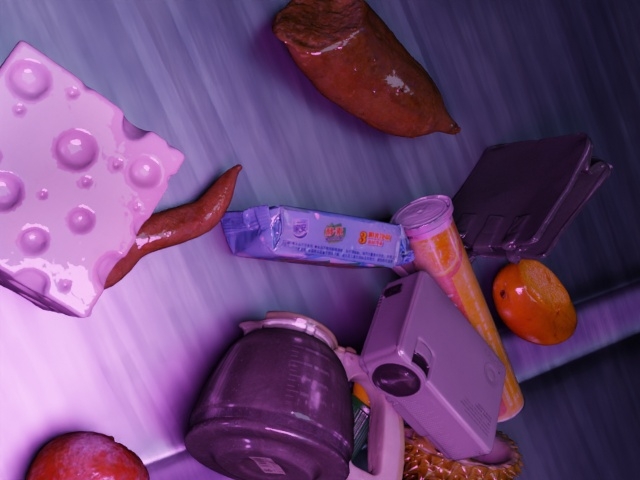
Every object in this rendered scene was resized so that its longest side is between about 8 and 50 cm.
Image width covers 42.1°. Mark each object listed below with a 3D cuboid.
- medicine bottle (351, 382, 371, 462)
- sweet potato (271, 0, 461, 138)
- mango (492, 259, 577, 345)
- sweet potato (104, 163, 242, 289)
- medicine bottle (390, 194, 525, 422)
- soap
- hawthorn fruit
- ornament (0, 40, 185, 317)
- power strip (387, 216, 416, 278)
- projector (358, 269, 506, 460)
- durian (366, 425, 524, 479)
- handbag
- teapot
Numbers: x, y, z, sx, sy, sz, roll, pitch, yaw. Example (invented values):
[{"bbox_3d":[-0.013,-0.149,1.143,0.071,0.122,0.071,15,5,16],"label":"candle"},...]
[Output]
[{"bbox_3d":[0.092,0.255,1.397,0.111,0.076,0.309,40,69,-18],"label":"medicine bottle"},{"bbox_3d":[0.085,-0.271,1.381,0.370,0.158,0.157,40,70,-30],"label":"sweet potato"},{"bbox_3d":[0.407,0.123,1.573,0.217,0.102,0.141,33,49,-28],"label":"mango"},{"bbox_3d":[-0.222,-0.020,1.239,0.281,0.059,0.067,-32,92,-27],"label":"sweet potato"},{"bbox_3d":[0.250,0.128,1.441,0.108,0.108,0.426,-38,115,-25],"label":"medicine bottle"},{"bbox_3d":[0.000,0.000,1.310,0.293,0.156,0.077,7,83,-29],"label":"soap"},{"bbox_3d":[-0.318,0.342,1.111,0.173,0.173,0.172,1,87,-30],"label":"hawthorn fruit"},{"bbox_3d":[-0.362,-0.065,1.057,0.240,0.239,0.239,36,71,-23],"label":"ornament"},{"bbox_3d":[0.174,0.039,1.477,0.192,0.035,0.081,42,71,-22],"label":"power strip"},{"bbox_3d":[0.179,0.202,1.318,0.256,0.099,0.192,49,38,-22],"label":"projector"},{"bbox_3d":[0.224,0.373,1.433,0.306,0.172,0.166,10,59,-21],"label":"durian"},{"bbox_3d":[0.346,-0.068,1.458,0.079,0.248,0.260,49,65,-26],"label":"handbag"},{"bbox_3d":[-0.018,0.237,1.233,0.322,0.239,0.239,11,56,3],"label":"teapot"}]
